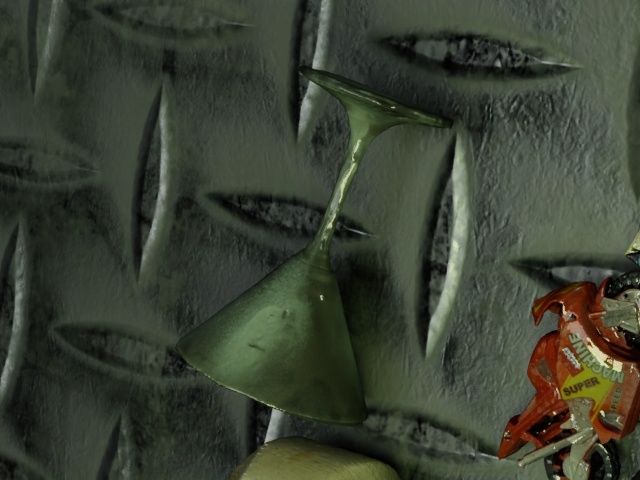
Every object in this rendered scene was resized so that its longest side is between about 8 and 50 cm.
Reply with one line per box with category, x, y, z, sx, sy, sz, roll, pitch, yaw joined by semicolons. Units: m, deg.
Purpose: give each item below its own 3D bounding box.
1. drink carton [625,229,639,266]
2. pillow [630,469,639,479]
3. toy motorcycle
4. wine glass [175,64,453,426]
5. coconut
drink carton;0.418;-0.040;1.618;0.056;0.071;0.165;40;111;30
pillow;0.380;0.330;1.468;0.141;0.055;0.208;-38;58;-10
toy motorcycle;0.311;0.159;1.669;0.171;0.089;0.298;24;111;24
wine glass;0.000;0.000;1.795;0.267;0.267;0.406;25;101;31
coconut;0.006;0.376;1.801;0.266;0.237;0.237;18;101;32
